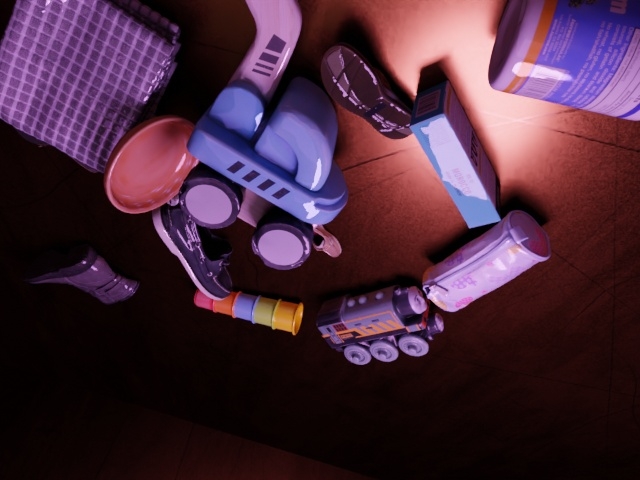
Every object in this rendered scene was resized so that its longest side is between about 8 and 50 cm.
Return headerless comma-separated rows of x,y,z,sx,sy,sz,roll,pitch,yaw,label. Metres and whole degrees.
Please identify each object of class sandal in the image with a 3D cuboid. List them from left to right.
0.086,-0.248,0.750,0.219,0.060,0.090,27,147,-34,sandal

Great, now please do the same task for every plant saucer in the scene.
-0.299,-0.138,0.807,0.037,0.200,0.200,38,143,16,plant saucer

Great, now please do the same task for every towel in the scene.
-0.388,-0.278,0.750,0.235,0.121,0.284,29,112,-14,towel

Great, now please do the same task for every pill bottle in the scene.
0.373,-0.241,0.579,0.272,0.152,0.152,13,140,4,pill bottle

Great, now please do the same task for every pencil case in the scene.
0.336,0.049,0.949,0.124,0.114,0.273,11,144,-29,pencil case

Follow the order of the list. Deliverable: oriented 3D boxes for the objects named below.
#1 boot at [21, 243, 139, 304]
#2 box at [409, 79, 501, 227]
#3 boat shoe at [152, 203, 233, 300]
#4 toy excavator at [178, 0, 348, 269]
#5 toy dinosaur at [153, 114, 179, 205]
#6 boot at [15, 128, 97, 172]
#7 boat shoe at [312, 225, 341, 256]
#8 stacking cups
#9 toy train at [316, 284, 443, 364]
-0.758,0.131,1.430,0.338,0.118,0.223,-5,141,30,boot
0.239,-0.141,0.780,0.060,0.101,0.244,-16,130,34,box
-0.281,0.026,1.140,0.113,0.127,0.340,-20,129,6,boat shoe
-0.088,-0.234,0.742,0.433,0.222,0.445,31,124,-15,toy excavator
-0.376,-0.217,0.919,0.160,0.121,0.314,-18,117,11,toy dinosaur
-0.577,-0.219,1.005,0.137,0.077,0.198,-21,114,42,boot
0.000,0.000,1.064,0.050,0.045,0.135,-19,128,35,boat shoe
-0.214,0.202,1.329,0.316,0.096,0.096,9,139,10,stacking cups
0.148,0.218,1.200,0.334,0.142,0.190,-20,118,36,toy train
